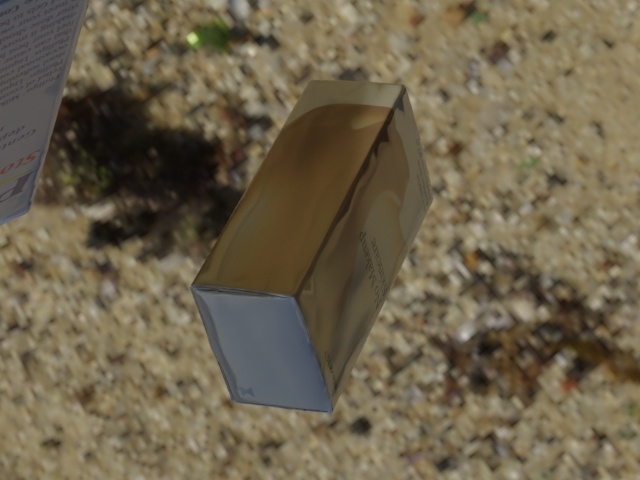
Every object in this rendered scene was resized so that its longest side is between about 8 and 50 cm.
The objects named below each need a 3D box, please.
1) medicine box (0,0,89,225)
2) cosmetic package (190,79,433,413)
[{"bbox_3d":[-0.238,-0.136,0.823,0.149,0.263,0.289,-28,170,-21],"label":"medicine box"},{"bbox_3d":[0.000,0.000,0.673,0.060,0.041,0.115,72,32,-40],"label":"cosmetic package"}]
